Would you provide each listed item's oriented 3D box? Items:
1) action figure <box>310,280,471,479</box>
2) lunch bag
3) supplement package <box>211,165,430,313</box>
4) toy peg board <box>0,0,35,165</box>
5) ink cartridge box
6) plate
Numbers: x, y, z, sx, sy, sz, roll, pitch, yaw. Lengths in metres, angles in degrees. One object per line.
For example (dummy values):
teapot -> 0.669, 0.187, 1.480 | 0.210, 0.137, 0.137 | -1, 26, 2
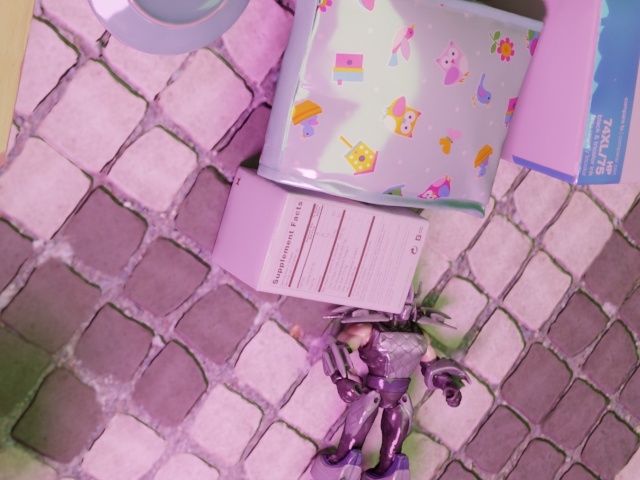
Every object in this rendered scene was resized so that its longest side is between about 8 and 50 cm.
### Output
action figure -> 0.071, 0.175, 1.649 | 0.185, 0.099, 0.285 | 8, 98, -25
lunch bag -> 0.061, -0.149, 1.497 | 0.262, 0.160, 0.223 | 7, 103, -39
supplement package -> 0.000, 0.000, 1.539 | 0.179, 0.105, 0.105 | 11, 101, -33
toy peg board -> -0.340, -0.161, 1.307 | 0.161, 0.079, 0.161 | 10, 100, -18
ink cartridge box -> 0.326, -0.178, 1.626 | 0.270, 0.198, 0.197 | -3, 107, -30
plate -> -0.133, -0.263, 1.420 | 0.188, 0.024, 0.188 | -11, 112, -29
